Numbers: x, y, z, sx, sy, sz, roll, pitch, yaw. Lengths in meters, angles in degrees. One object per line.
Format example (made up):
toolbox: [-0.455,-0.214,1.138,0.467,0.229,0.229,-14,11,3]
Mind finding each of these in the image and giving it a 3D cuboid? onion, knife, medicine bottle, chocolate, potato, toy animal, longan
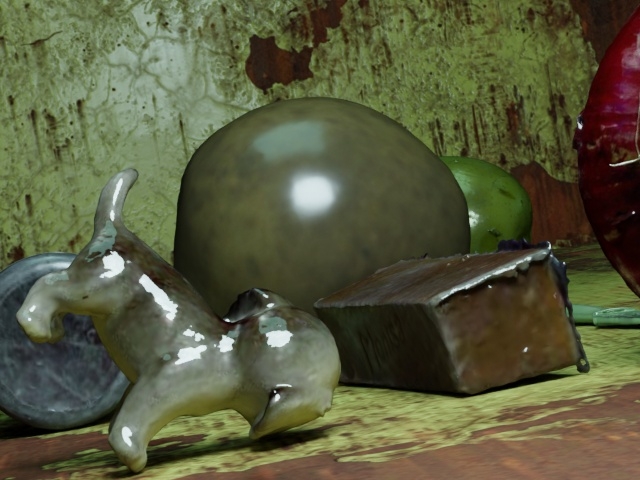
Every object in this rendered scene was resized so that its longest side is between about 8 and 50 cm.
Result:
onion: [0.348,-0.071,1.479,0.314,0.314,0.232,-9,3,-3]
knife: [0.284,0.075,1.873,0.043,0.020,0.293,-8,1,-18]
medicine bottle: [-0.256,0.091,1.837,0.165,0.165,0.273,-10,2,-9]
chocolate: [0.097,0.070,1.596,0.112,0.112,0.321,-18,4,-20]
potato: [0.147,-0.005,2.533,0.304,0.216,0.216,-21,-7,41]
toy animal: [-0.107,0.078,1.376,0.168,0.233,0.121,-49,-7,-6]
longan: [0.001,-0.003,1.873,0.297,0.297,0.297,-9,1,0]
